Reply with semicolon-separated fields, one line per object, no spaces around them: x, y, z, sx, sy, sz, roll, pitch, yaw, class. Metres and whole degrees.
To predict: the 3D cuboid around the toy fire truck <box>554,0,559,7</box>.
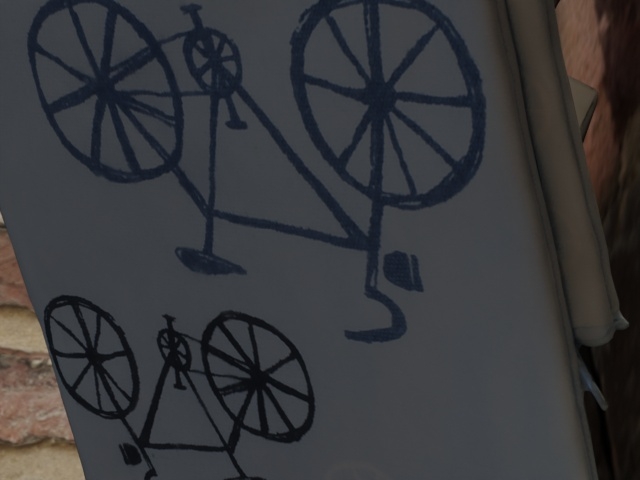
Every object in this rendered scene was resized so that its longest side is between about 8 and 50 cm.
0.076;-0.251;0.863;0.254;0.169;0.302;-58;-40;-41;toy fire truck

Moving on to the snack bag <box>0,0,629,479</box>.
-0.013;0.025;0.816;0.323;0.037;0.343;3;115;43;snack bag

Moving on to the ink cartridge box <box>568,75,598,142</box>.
0.029;-0.057;0.923;0.225;0.181;0.056;69;-134;-81;ink cartridge box
